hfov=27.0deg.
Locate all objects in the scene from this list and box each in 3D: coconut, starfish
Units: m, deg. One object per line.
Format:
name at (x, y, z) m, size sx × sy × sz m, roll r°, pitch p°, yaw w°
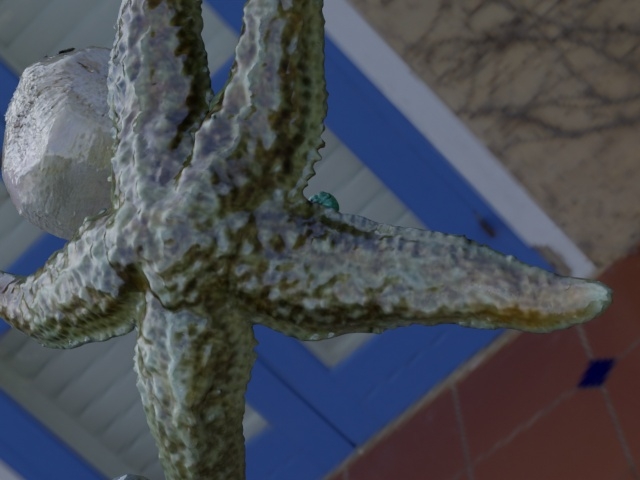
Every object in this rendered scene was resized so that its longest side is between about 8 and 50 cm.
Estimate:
coconut at (-0.142, -0.053, 0.814) m, size 0.124 × 0.110 × 0.110 m, roll -56°, pitch 6°, yaw 44°
starfish at (-0.025, 0.000, 0.381) m, size 0.216 × 0.223 × 0.050 m, roll 2°, pitch 12°, yaw 19°

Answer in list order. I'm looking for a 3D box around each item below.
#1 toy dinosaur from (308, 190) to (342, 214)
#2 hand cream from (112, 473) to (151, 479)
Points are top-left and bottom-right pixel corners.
toy dinosaur at (0.000, 0.000, 1.144) m, size 0.059 × 0.132 × 0.096 m, roll -57°, pitch 30°, yaw 14°
hand cream at (-0.100, 0.244, 0.626) m, size 0.077 × 0.124 × 0.341 m, roll -28°, pitch 34°, yaw 17°
